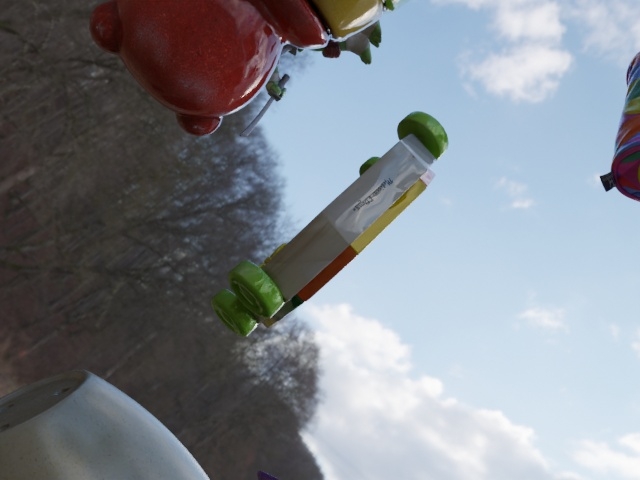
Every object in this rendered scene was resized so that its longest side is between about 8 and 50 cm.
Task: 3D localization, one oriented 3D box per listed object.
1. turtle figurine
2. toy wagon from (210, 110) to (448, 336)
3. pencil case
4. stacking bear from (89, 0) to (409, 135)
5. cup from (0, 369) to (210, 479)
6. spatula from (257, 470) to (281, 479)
[{"bbox_3d":[-0.032,-0.304,1.170,0.198,0.266,0.275,91,-13,-51],"label":"turtle figurine"},{"bbox_3d":[0.000,0.000,0.750,0.068,0.267,0.344,47,-23,1],"label":"toy wagon"},{"bbox_3d":[0.402,-0.139,0.806,0.104,0.236,0.104,18,-38,15],"label":"pencil case"},{"bbox_3d":[-0.011,-0.197,0.435,0.175,0.289,0.164,43,7,-39],"label":"stacking bear"},{"bbox_3d":[-0.311,0.300,0.818,0.331,0.331,0.237,-2,-68,58],"label":"cup"},{"bbox_3d":[-0.003,0.459,1.073,0.296,0.030,0.084,23,-51,48],"label":"spatula"}]
